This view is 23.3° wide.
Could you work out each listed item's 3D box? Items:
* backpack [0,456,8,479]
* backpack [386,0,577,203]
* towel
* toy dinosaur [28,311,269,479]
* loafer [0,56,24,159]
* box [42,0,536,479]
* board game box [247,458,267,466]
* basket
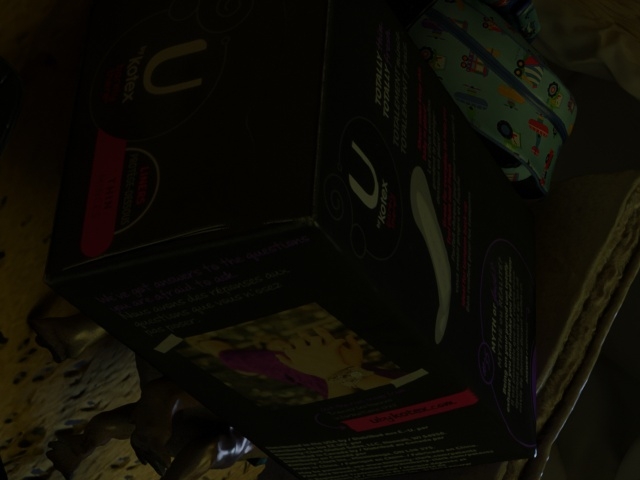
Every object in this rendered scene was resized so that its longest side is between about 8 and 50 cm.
[{"bbox_3d":[-0.281,0.280,0.754,0.290,0.273,0.355,-35,166,-52],"label":"backpack"},{"bbox_3d":[0.082,-0.104,0.937,0.117,0.173,0.158,-54,157,-3],"label":"backpack"},{"bbox_3d":[0.080,0.069,0.948,0.049,0.187,0.282,47,60,-33],"label":"towel"},{"bbox_3d":[-0.068,0.067,0.984,0.200,0.127,0.296,-40,151,-29],"label":"toy dinosaur"},{"bbox_3d":[-0.190,-0.015,0.701,0.170,0.062,0.061,-51,-179,6],"label":"loafer"},{"bbox_3d":[0.000,0.000,0.793,0.270,0.143,0.165,48,38,-49],"label":"box"},{"bbox_3d":[0.008,0.135,1.374,0.126,0.026,0.186,-57,158,12],"label":"board game box"},{"bbox_3d":[0.213,-0.002,1.164,0.266,0.331,0.328,-20,143,-57],"label":"basket"}]
